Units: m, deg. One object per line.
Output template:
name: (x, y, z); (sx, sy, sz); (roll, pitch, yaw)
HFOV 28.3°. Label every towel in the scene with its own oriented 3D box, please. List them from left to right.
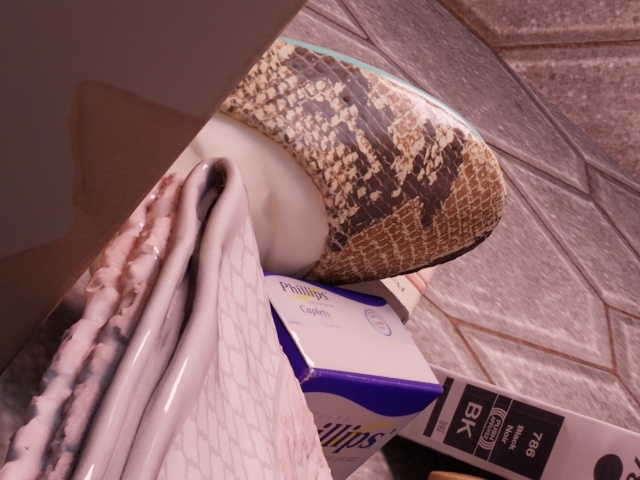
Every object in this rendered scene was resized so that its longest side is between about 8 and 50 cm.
towel: (-0.023, 0.167, 0.460); (0.332, 0.053, 0.317); (-82, 157, -64)

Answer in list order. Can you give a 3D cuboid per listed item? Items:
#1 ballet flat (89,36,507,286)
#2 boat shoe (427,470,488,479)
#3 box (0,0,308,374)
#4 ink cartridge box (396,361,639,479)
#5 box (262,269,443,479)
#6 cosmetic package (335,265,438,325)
ballet flat: (-0.143, -0.060, 0.685); (0.483, 0.164, 0.182); (24, 41, 2)
boat shoe: (0.175, 0.247, 0.832); (0.302, 0.098, 0.109); (31, -20, -30)
box: (-0.136, -0.034, 0.485); (0.121, 0.311, 0.148); (38, 22, -12)
ink cartridge box: (0.197, 0.160, 0.838); (0.165, 0.065, 0.333); (29, -10, -34)
box: (-0.028, 0.091, 0.688); (0.126, 0.137, 0.072); (15, 35, -52)
cosmetic package: (0.000, 0.000, 0.930); (0.153, 0.129, 0.296); (44, 21, -2)
